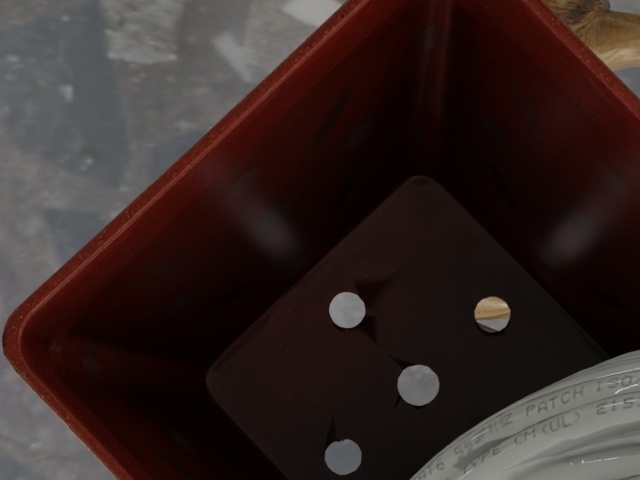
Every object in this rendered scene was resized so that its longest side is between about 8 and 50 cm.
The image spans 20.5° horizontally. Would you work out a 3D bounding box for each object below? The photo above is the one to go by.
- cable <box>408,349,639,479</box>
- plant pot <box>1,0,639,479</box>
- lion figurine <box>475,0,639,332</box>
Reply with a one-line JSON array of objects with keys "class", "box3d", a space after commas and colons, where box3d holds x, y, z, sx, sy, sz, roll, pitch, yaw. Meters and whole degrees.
[{"class": "cable", "box3d": [0.112, 0.154, 0.448, 0.257, 0.089, 0.257, 40, 115, 19]}, {"class": "plant pot", "box3d": [0.050, 0.060, 0.840, 0.267, 0.236, 0.267, -43, 84, -6]}, {"class": "lion figurine", "box3d": [0.127, -0.061, 1.174, 0.240, 0.142, 0.392, 2, 100, -16]}]
